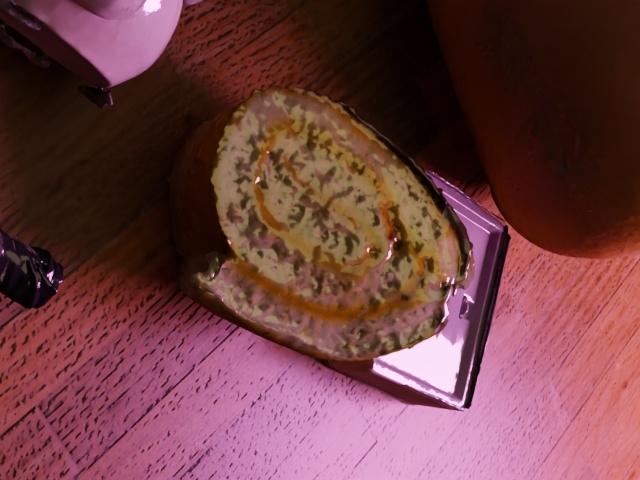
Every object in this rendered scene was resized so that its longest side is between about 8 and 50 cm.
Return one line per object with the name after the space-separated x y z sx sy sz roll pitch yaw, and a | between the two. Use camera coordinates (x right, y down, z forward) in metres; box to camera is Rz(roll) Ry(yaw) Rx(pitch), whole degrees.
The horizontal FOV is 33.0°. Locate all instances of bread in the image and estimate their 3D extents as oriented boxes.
0.259 -0.177 0.980 0.253 0.348 0.376 -34 112 -42 | bread
0.000 0.000 0.854 0.257 0.124 0.186 31 81 -16 | bread

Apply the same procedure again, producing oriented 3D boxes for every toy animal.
-0.123 -0.261 0.719 0.182 0.247 0.310 35 85 -6 | toy animal

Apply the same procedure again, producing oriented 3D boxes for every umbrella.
-0.252 -0.018 0.711 0.188 0.046 0.050 37 60 -29 | umbrella

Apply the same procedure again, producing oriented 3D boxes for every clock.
0.092 0.047 1.003 0.147 0.071 0.192 28 69 -38 | clock
